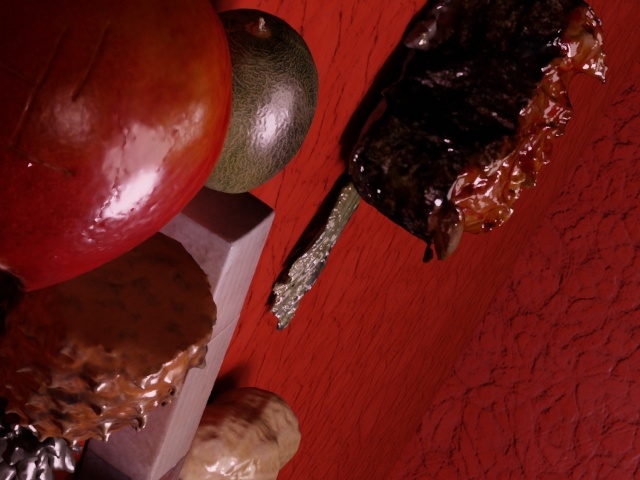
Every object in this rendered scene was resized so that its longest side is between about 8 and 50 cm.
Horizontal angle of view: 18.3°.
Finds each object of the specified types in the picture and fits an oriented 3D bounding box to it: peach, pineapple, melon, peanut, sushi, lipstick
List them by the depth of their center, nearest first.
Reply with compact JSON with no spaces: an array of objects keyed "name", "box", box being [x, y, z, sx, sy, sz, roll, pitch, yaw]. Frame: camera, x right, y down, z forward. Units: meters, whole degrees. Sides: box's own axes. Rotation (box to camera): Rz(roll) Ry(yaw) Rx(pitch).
[{"name":"peach","box":[-0.149,-0.070,1.111,0.197,0.197,0.197,-53,166,-19]},{"name":"pineapple","box":[-0.186,0.105,1.483,0.158,0.158,0.279,-46,175,-42]},{"name":"melon","box":[-0.059,-0.107,1.495,0.114,0.114,0.167,-46,164,-41]},{"name":"lipstick","box":[-0.136,0.108,1.791,0.080,0.076,0.371,-39,158,-49]},{"name":"sushi","box":[0.159,-0.138,2.087,0.343,0.182,0.196,-60,159,-9]},{"name":"peanut","box":[-0.091,0.223,2.123,0.123,0.123,0.256,-62,164,15]}]

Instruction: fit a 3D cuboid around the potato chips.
[{"name":"potato chips","box":[-0.001,0.000,2.153,0.207,0.028,0.092,-57,166,-11]}]
